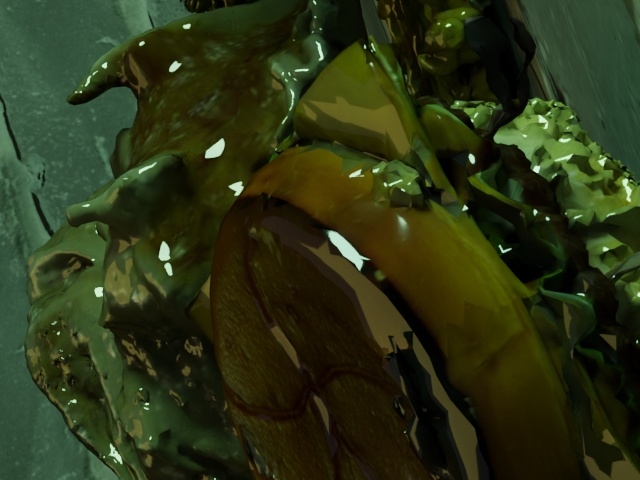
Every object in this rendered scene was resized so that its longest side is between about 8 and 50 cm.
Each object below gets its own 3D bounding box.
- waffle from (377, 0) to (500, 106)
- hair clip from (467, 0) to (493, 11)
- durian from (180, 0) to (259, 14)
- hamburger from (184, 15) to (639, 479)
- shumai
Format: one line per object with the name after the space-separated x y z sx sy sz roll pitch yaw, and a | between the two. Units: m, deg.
0.064 -0.099 0.985 0.229 0.051 0.232 -104 -5 -52 | waffle
0.030 -0.205 0.812 0.229 0.036 0.066 59 -167 -21 | hair clip
-0.060 -0.234 1.099 0.200 0.176 0.237 -63 -36 -19 | durian
0.059 0.048 0.659 0.243 0.138 0.262 60 154 14 | hamburger
0.000 0.000 0.977 0.314 0.267 0.262 41 140 21 | shumai
